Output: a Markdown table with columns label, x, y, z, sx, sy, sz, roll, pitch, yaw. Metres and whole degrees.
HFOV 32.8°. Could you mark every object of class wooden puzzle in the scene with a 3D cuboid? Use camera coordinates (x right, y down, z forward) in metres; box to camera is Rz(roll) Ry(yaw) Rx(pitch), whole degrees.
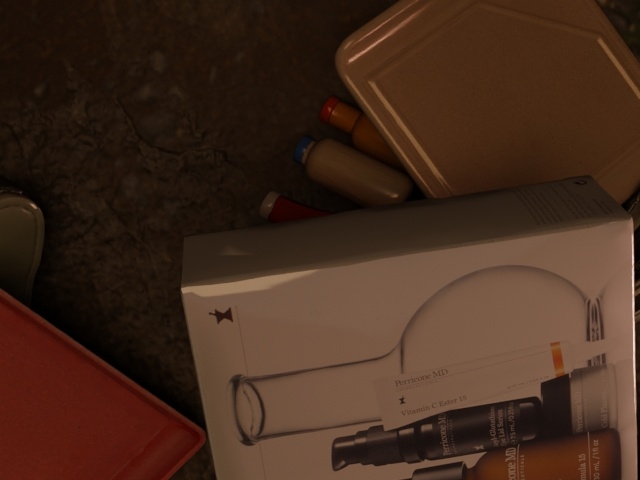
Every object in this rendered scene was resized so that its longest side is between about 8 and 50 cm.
| label | x | y | z | sx | sy | sz | roll | pitch | yaw |
| --- | --- | --- | --- | --- | --- | --- | --- | --- | --- |
| wooden puzzle | 0.154 | -0.108 | 0.868 | 0.221 | 0.044 | 0.238 | -37 | 97 | -16 |

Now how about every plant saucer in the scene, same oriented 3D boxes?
| label | x | y | z | sx | sy | sz | roll | pitch | yaw |
| --- | --- | --- | --- | --- | --- | --- | --- | --- | --- |
| plant saucer | -0.276 | 0.176 | 0.927 | 0.258 | 0.048 | 0.259 | -45 | 118 | 9 |

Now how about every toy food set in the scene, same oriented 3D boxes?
| label | x | y | z | sx | sy | sz | roll | pitch | yaw |
| --- | --- | --- | --- | --- | --- | --- | --- | --- | --- |
| toy food set | 0.000 | 0.000 | 0.892 | 0.104 | 0.111 | 0.232 | 28 | 101 | 12 |

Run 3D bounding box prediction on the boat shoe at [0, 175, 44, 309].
| label | x | y | z | sx | sy | sz | roll | pitch | yaw |
| --- | --- | --- | --- | --- | --- | --- | --- | --- | --- |
| boat shoe | -0.295 | 0.053 | 0.939 | 0.081 | 0.069 | 0.227 | 3 | 116 | -41 |

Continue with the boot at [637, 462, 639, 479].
| label | x | y | z | sx | sy | sz | roll | pitch | yaw |
| --- | --- | --- | --- | --- | --- | --- | --- | --- | --- |
| boot | 0.326 | 0.170 | 0.834 | 0.118 | 0.223 | 0.338 | 13 | 99 | 2 |

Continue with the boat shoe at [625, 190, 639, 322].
| label | x | y | z | sx | sy | sz | roll | pitch | yaw |
| --- | --- | --- | --- | --- | --- | --- | --- | --- | --- |
| boat shoe | 0.293 | -0.024 | 0.871 | 0.078 | 0.070 | 0.219 | 43 | 102 | 33 |

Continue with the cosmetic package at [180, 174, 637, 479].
| label | x | y | z | sx | sy | sz | roll | pitch | yaw |
| --- | --- | --- | --- | --- | --- | --- | --- | --- | --- |
| cosmetic package | 0.072 | 0.162 | 0.766 | 0.284 | 0.097 | 0.377 | -8 | 112 | 0 |
